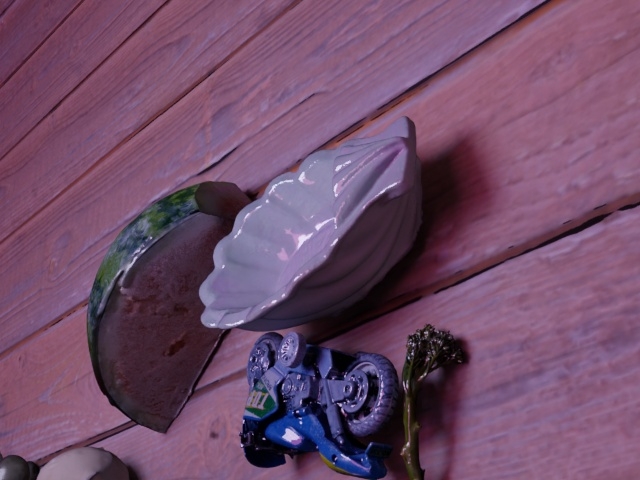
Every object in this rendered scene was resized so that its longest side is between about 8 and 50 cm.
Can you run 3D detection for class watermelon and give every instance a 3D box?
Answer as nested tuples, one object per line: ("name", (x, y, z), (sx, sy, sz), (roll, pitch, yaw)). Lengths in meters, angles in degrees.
("watermelon", (-0.185, 0.076, 1.204), (0.305, 0.180, 0.224), (-61, -8, 18))

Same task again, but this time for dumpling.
("dumpling", (-0.281, 0.331, 1.237), (0.111, 0.181, 0.155), (-13, 92, 11))

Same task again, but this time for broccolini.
("broccolini", (0.084, 0.163, 0.873), (0.054, 0.052, 0.194), (-15, 63, 53))

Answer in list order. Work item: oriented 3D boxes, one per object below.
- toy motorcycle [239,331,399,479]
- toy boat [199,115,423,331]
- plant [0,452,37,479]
("toy motorcycle", (-0.012, 0.162, 0.962), (0.254, 0.092, 0.135), (2, 75, 57))
("toy boat", (0.000, 0.000, 0.999), (0.290, 0.100, 0.199), (-37, 32, 34))
("plant", (-0.436, 0.379, 1.366), (0.274, 0.146, 0.149), (39, 108, 53))
